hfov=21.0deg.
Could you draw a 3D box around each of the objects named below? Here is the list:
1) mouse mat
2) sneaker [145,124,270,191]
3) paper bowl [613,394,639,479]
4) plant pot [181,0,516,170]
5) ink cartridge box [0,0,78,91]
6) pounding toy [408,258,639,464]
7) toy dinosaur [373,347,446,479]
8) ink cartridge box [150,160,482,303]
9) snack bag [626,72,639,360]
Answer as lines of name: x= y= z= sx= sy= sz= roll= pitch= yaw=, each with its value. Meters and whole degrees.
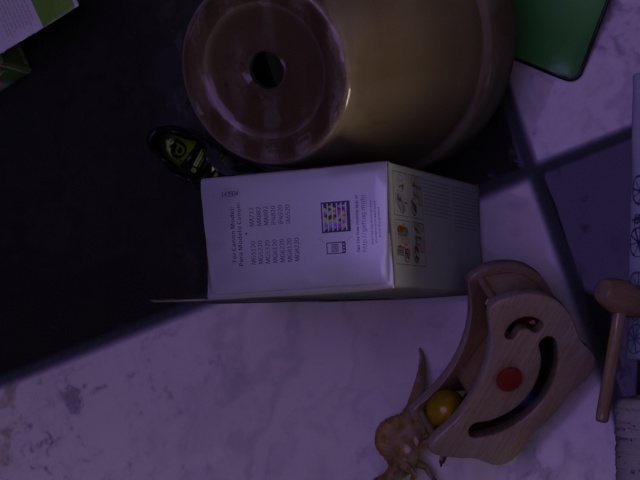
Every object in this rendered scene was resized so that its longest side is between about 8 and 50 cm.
mouse mat: x=0.248 y=-0.286 z=1.896 sx=0.152 sy=0.007 sz=0.189 roll=26 pitch=105 yaw=20
sneaker: x=-0.128 y=-0.078 z=2.011 sx=0.188 sy=0.078 sz=0.067 roll=31 pitch=99 yaw=19
paper bowl: x=0.428 y=0.221 z=1.667 sx=0.284 sy=0.284 sz=0.148 roll=-3 pitch=85 yaw=21
plant pot: x=0.008 y=-0.200 z=1.798 sx=0.323 sy=0.280 sz=0.323 roll=7 pitch=107 yaw=25
ink cartridge box: x=-0.413 y=-0.291 z=2.126 sx=0.255 sy=0.097 sz=0.189 roll=-29 pitch=77 yaw=16
pounding toy: x=0.209 y=0.128 z=1.799 sx=0.269 sy=0.154 sz=0.155 roll=-50 pitch=29 yaw=13
toy dinosaur: x=0.106 y=0.218 z=1.920 sx=0.092 sy=0.053 sz=0.183 roll=20 pitch=95 yaw=23
ink cartridge box: x=0.000 y=0.000 z=1.833 sx=0.272 sy=0.309 sz=0.130 roll=-4 pitch=86 yaw=21
snack bag: x=0.428 y=-0.029 z=1.714 sx=0.342 sy=0.037 sz=0.323 roll=2 pitch=88 yaw=58
